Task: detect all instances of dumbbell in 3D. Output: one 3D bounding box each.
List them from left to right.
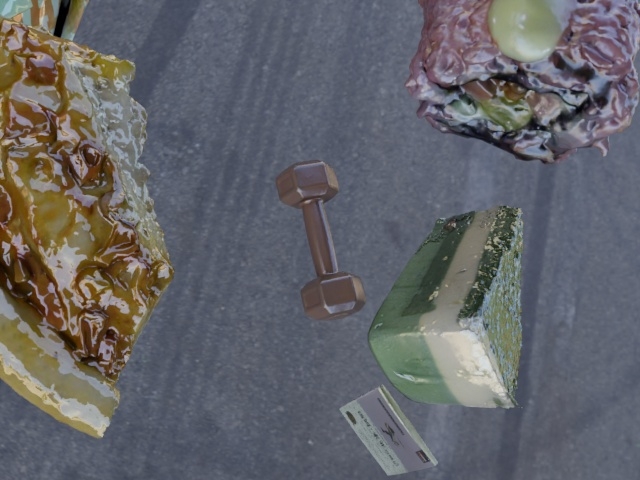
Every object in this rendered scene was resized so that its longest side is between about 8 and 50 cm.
[{"bbox_3d":[0.000,0.000,1.111,0.082,0.092,0.231,-2,73,-39],"label":"dumbbell"}]

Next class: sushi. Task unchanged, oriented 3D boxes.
[{"bbox_3d":[0.234,-0.210,0.904,0.236,0.270,0.171,80,25,-67],"label":"sushi"}]

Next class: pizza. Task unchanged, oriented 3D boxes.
[{"bbox_3d":[-0.155,-0.025,0.413,0.134,0.056,0.271,-10,91,-8],"label":"pizza"}]

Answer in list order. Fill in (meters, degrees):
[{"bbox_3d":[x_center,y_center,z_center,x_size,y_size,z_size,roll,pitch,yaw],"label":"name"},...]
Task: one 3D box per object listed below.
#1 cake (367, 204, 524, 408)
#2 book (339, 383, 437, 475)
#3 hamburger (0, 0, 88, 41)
[{"bbox_3d":[0.169,0.055,0.992,0.172,0.158,0.284,39,55,-49],"label":"cake"},{"bbox_3d":[0.091,0.271,1.086,0.014,0.182,0.127,-32,82,-24],"label":"book"},{"bbox_3d":[-0.297,-0.194,0.621,0.235,0.125,0.214,12,87,-69],"label":"hamburger"}]
